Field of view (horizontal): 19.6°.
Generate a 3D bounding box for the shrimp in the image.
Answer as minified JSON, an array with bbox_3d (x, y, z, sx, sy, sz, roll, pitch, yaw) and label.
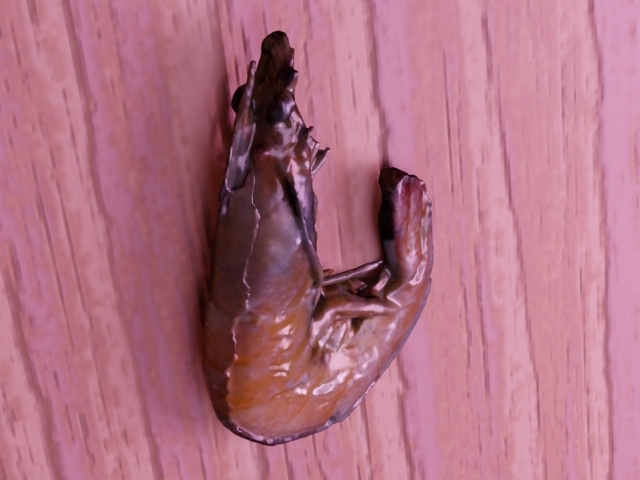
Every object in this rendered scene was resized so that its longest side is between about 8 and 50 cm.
[{"bbox_3d":[-0.001,-0.001,0.945,0.143,0.052,0.251,-25,137,-28],"label":"shrimp"}]
